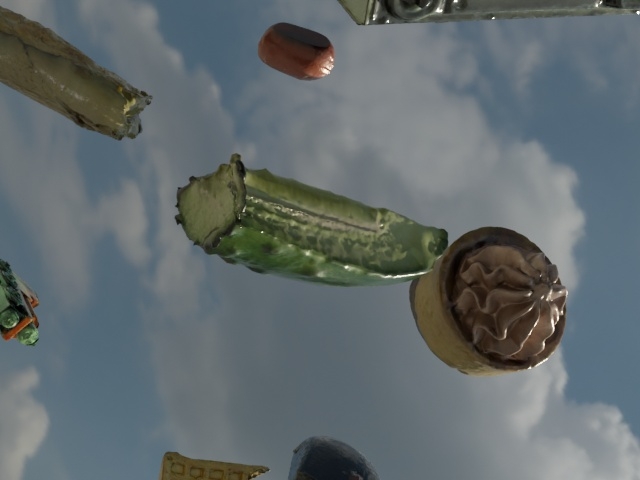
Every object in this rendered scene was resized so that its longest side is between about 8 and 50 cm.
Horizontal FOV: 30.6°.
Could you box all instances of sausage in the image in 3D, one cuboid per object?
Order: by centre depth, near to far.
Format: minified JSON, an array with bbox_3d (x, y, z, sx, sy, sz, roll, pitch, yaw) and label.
[{"bbox_3d":[-0.028,-0.227,1.408,0.094,0.059,0.054,20,-51,0],"label":"sausage"}]

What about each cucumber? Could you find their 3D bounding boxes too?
[{"bbox_3d":[-0.002,0.002,1.279,0.145,0.325,0.105,-20,-115,46],"label":"cucumber"}]

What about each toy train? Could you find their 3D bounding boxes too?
[{"bbox_3d":[-0.477,0.099,1.799,0.118,0.074,0.176,51,-3,-38],"label":"toy train"}]

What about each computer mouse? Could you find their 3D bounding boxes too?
[{"bbox_3d":[0.034,0.396,1.927,0.170,0.100,0.269,36,6,-3],"label":"computer mouse"}]

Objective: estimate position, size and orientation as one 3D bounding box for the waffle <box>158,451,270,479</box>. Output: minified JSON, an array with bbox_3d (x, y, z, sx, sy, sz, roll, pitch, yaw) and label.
[{"bbox_3d":[-0.140,0.329,1.508,0.023,0.153,0.097,-27,-125,58],"label":"waffle"}]

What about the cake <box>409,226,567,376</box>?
[{"bbox_3d":[0.230,0.066,1.501,0.178,0.185,0.207,-51,-126,57],"label":"cake"}]

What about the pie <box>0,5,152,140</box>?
[{"bbox_3d":[-0.295,-0.183,1.122,0.128,0.283,0.068,-85,-159,-80],"label":"pie"}]

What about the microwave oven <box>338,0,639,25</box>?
[{"bbox_3d":[0.207,-0.414,1.264,0.247,0.395,0.333,-122,-149,-48],"label":"microwave oven"}]
